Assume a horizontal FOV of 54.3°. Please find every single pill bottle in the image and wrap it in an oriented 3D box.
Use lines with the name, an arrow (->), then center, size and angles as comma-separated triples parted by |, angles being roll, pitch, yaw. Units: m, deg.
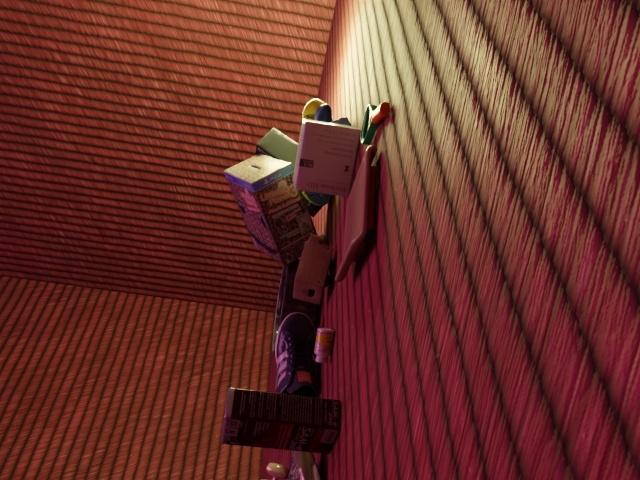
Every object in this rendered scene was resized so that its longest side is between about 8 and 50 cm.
pill bottle -> 0.008, 0.262, 1.561 | 0.043, 0.043, 0.083 | 171, 107, -84

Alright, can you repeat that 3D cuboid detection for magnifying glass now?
magnifying glass -> 0.119, -0.266, 1.375 | 0.231, 0.026, 0.092 | 179, 100, -86

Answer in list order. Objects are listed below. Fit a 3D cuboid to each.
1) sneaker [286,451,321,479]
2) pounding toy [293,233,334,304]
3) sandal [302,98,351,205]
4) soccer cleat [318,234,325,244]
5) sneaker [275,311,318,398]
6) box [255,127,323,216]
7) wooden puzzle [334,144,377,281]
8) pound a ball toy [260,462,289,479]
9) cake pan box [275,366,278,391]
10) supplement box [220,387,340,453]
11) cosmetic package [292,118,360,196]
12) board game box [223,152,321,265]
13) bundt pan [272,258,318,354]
sneaker -> -0.095, 0.631, 1.348 | 0.158, 0.182, 0.410 | 107, 170, -54
pounding toy -> -0.009, 0.075, 1.806 | 0.181, 0.094, 0.206 | 99, -174, -59
sandal -> 0.016, -0.254, 1.851 | 0.126, 0.138, 0.317 | -26, -56, -53
soccer cleat -> 0.000, 0.000, 2.092 | 0.083, 0.029, 0.035 | 141, 146, -77
sneaker -> -0.056, 0.362, 1.712 | 0.148, 0.131, 0.349 | 131, 142, -66
box -> -0.089, -0.223, 2.072 | 0.103, 0.261, 0.184 | -50, -12, -32
wooden puzzle -> 0.083, -0.052, 1.343 | 0.221, 0.044, 0.238 | 109, 172, -63
pound a ball toy -> -0.154, 0.880, 1.972 | 0.208, 0.136, 0.319 | 45, -131, -65
cake pan box -> -0.129, 0.431, 2.504 | 0.245, 0.070, 0.266 | -95, 15, -58
supplement box -> -0.086, 0.387, 1.330 | 0.130, 0.240, 0.073 | 105, 170, -47
cosmetic package -> 0.013, -0.226, 1.691 | 0.151, 0.151, 0.183 | -109, 27, -76
board game box -> -0.151, -0.101, 1.955 | 0.232, 0.141, 0.291 | 27, 142, 57
bundt pan -> -0.074, 0.212, 2.022 | 0.331, 0.124, 0.330 | -172, 90, -84
